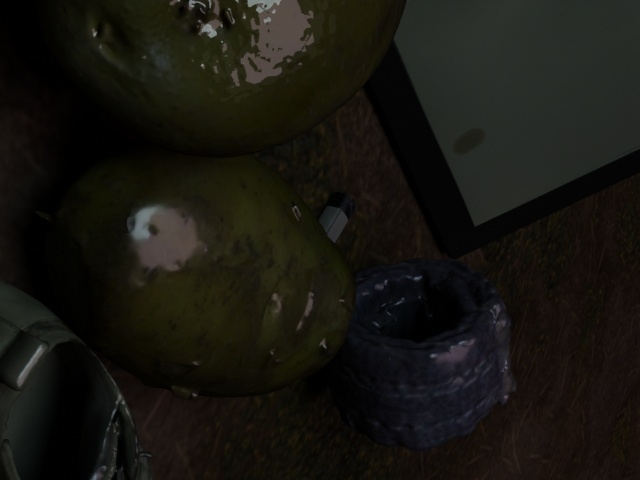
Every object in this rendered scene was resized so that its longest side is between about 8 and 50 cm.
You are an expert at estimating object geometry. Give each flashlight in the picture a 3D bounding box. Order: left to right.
[{"bbox_3d":[0.000,0.000,0.841,0.083,0.018,0.018,-58,143,-26],"label":"flashlight"}]

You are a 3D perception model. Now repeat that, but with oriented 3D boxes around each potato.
[{"bbox_3d":[-0.069,0.018,0.660,0.251,0.113,0.149,24,88,-50],"label":"potato"},{"bbox_3d":[-0.038,-0.146,0.593,0.251,0.159,0.174,-43,127,-52],"label":"potato"}]

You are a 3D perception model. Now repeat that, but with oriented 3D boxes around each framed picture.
[{"bbox_3d":[0.179,-0.135,0.903,0.265,0.016,0.347,-26,139,6],"label":"framed picture"}]

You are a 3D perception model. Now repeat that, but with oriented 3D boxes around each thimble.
[{"bbox_3d":[0.075,0.086,0.874,0.150,0.150,0.098,-37,129,-45],"label":"thimble"}]

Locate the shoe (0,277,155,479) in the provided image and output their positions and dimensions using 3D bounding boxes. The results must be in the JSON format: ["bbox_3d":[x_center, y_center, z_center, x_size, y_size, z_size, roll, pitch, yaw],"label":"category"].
[{"bbox_3d":[-0.139,0.122,0.604,0.103,0.098,0.275,-53,143,-26],"label":"shoe"}]
